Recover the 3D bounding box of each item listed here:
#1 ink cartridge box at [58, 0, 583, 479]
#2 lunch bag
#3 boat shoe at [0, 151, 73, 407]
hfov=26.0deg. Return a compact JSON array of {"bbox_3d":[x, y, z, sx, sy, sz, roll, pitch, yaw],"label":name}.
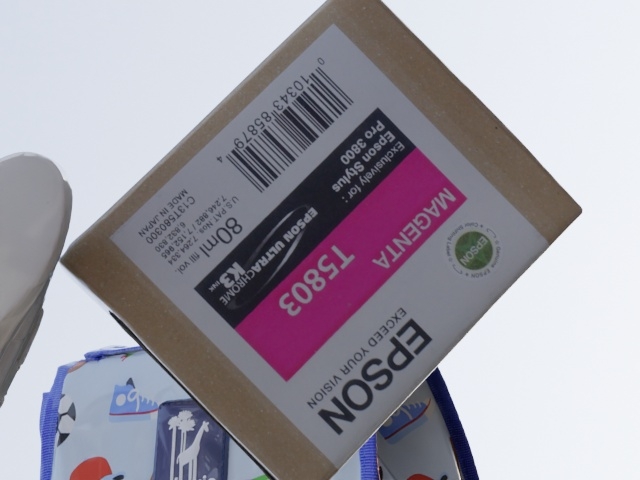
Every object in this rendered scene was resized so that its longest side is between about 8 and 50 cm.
[{"bbox_3d":[0.000,0.000,0.796,0.193,0.088,0.234,44,-100,-2],"label":"ink cartridge box"},{"bbox_3d":[-0.039,0.256,1.125,0.239,0.328,0.385,-28,-74,-62],"label":"lunch bag"},{"bbox_3d":[-0.176,0.041,0.734,0.063,0.066,0.184,8,-79,-81],"label":"boat shoe"}]
